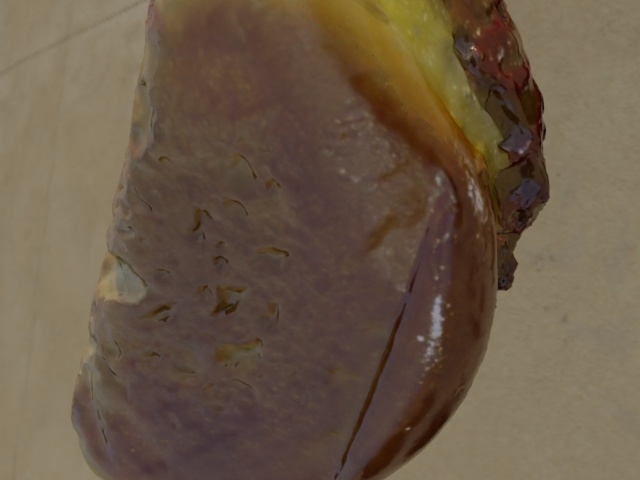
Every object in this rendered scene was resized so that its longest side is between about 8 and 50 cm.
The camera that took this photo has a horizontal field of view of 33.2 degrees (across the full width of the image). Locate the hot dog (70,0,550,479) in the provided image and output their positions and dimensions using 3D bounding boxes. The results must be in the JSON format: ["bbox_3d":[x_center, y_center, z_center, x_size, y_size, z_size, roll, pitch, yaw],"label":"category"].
[{"bbox_3d":[0.000,-0.001,0.622,0.185,0.223,0.405,-58,-11,-54],"label":"hot dog"}]
